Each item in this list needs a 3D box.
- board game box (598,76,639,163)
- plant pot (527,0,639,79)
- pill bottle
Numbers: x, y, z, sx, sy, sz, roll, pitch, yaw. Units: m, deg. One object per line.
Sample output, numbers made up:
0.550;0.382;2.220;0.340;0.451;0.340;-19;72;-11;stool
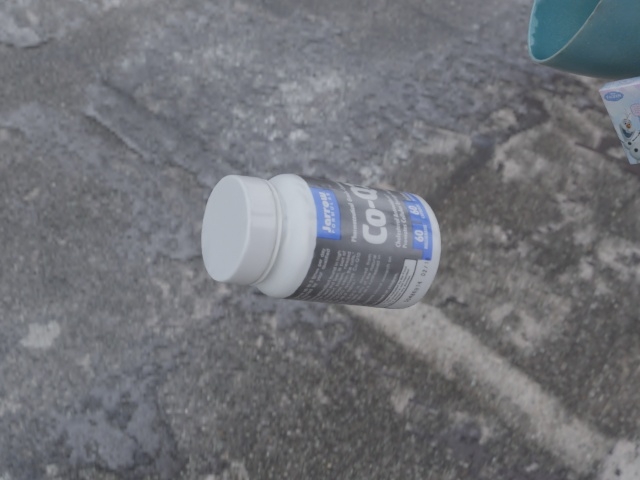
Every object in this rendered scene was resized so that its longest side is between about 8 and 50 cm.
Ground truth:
0.336;-0.122;1.077;0.090;0.090;0.020;-4;33;50;board game box
0.383;-0.295;1.183;0.195;0.290;0.290;21;48;-8;plant pot
0.000;0.000;0.675;0.137;0.078;0.078;7;45;-32;pill bottle
